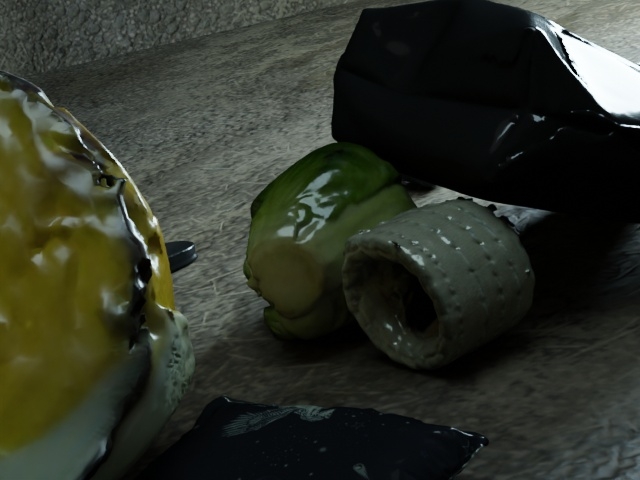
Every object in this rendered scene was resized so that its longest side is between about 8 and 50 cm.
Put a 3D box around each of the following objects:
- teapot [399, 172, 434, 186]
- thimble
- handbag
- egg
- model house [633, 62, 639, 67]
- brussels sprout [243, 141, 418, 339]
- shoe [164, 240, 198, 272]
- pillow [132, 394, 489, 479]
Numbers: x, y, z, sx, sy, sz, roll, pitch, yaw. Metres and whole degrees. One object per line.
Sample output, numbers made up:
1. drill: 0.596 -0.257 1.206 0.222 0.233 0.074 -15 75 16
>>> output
1. teapot: 0.103 -0.084 1.427 0.063 0.049 0.083 -20 17 -20
2. thimble: 0.082 0.028 0.982 0.090 0.102 0.115 -25 51 -31
3. handbag: 0.195 -0.088 1.125 0.288 0.152 0.342 17 5 -25
4. egg: -0.231 0.066 0.890 0.337 0.337 0.201 -11 -24 8
5. model house: 0.322 -0.131 1.340 0.117 0.088 0.167 3 23 45
6. brussels sprout: 0.008 -0.003 1.092 0.145 0.131 0.183 -20 14 -3
7. shoe: -0.198 0.021 1.319 0.179 0.049 0.071 -24 19 -32
8. pillow: -0.020 0.136 0.805 0.208 0.055 0.141 -2 28 37
